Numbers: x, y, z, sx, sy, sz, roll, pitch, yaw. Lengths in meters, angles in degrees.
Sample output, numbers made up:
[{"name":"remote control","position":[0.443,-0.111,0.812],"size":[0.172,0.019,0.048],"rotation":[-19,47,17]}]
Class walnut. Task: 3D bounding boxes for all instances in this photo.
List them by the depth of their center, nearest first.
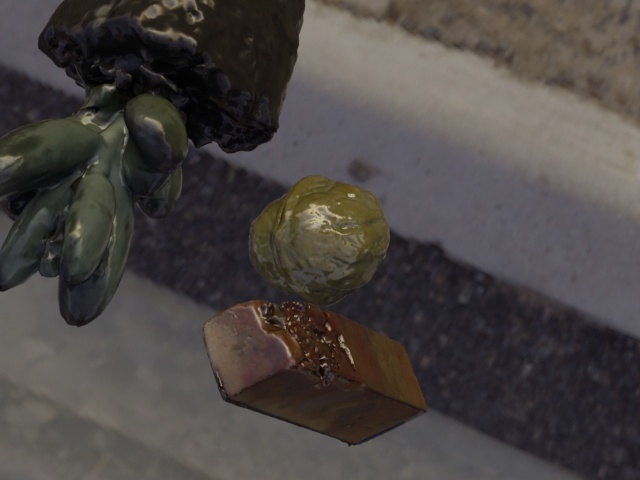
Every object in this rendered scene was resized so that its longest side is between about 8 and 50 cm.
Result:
[{"name":"walnut","position":[0.000,0.000,1.111],"size":[0.092,0.092,0.092],"rotation":[9,120,16]}]

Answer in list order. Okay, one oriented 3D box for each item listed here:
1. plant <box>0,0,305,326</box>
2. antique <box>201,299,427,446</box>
[{"name":"plant","position":[-0.113,-0.077,1.104],"size":[0.149,0.274,0.146],"rotation":[-11,131,47]},{"name":"antique","position":[-0.002,0.131,1.764],"size":[0.093,0.310,0.087],"rotation":[-27,65,18]}]
